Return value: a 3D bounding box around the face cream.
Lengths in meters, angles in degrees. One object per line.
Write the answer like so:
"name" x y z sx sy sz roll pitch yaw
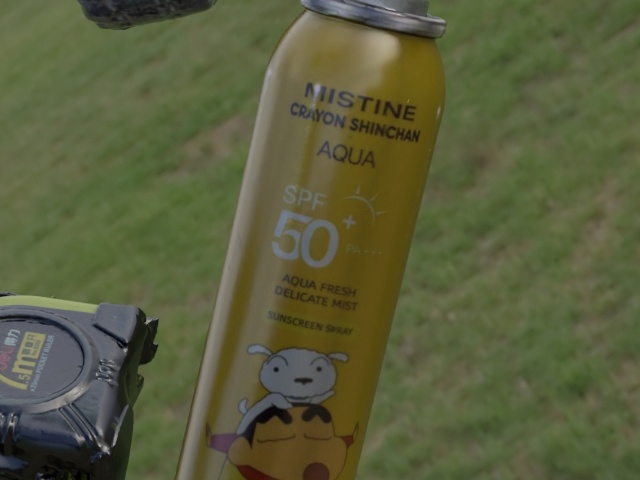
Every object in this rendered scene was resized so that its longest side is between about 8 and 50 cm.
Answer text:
"face cream" 0.000 0.000 1.048 0.105 0.105 0.348 -133 55 -74

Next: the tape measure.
"tape measure" -0.233 0.124 1.460 0.186 0.112 0.199 10 37 0

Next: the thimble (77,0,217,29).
"thimble" -0.133 -0.229 1.343 0.098 0.150 0.150 -10 21 9
